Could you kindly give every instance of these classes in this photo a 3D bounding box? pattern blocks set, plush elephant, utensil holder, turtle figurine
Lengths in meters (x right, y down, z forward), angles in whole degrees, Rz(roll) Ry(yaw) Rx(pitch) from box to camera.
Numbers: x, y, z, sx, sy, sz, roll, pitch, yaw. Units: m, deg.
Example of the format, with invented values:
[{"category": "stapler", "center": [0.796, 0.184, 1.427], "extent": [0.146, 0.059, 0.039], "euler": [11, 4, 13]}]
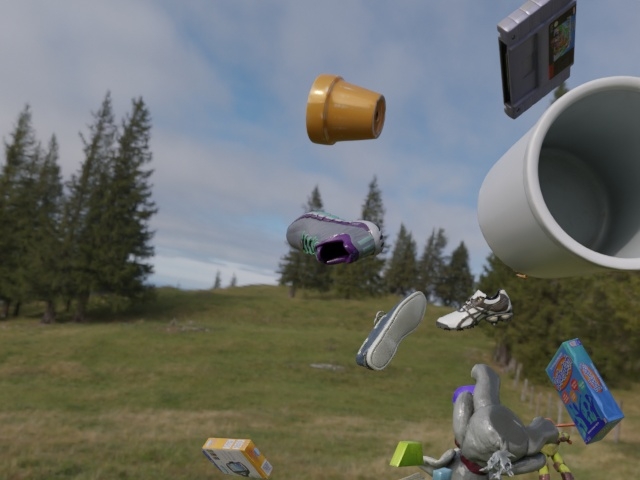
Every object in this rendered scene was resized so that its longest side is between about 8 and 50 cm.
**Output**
[{"category": "pattern blocks set", "center": [0.125, 0.481, 1.091], "extent": [0.026, 0.285, 0.325], "euler": [5, -16, 40]}, {"category": "plush elephant", "center": [0.407, 0.537, 1.645], "extent": [0.272, 0.255, 0.330], "euler": [39, 33, 6]}, {"category": "utensil holder", "center": [0.495, -0.091, 1.247], "extent": [0.328, 0.327, 0.385], "euler": [8, -7, -1]}, {"category": "turtle figurine", "center": [0.668, 0.602, 1.887], "extent": [0.270, 0.217, 0.087], "euler": [5, -39, -18]}]

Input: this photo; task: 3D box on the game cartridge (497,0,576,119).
[{"category": "game cartridge", "center": [0.596, -0.515, 1.777], "extent": [0.068, 0.230, 0.355], "euler": [55, -2, 34]}]

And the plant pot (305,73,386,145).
[{"category": "plant pot", "center": [0.083, -0.369, 1.884], "extent": [0.188, 0.205, 0.205], "euler": [12, -5, 19]}]

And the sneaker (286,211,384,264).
[{"category": "sneaker", "center": [0.000, 0.000, 1.154], "extent": [0.224, 0.083, 0.098], "euler": [2, 22, 44]}]

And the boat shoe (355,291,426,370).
[{"category": "boat shoe", "center": [0.183, 0.230, 1.676], "extent": [0.095, 0.254, 0.079], "euler": [49, -27, -25]}]

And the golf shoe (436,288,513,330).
[{"category": "golf shoe", "center": [0.387, 0.174, 1.657], "extent": [0.198, 0.093, 0.077], "euler": [-12, 7, -2]}]

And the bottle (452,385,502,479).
[{"category": "bottle", "center": [0.453, 0.552, 1.842], "extent": [0.118, 0.282, 0.092], "euler": [-4, -44, 0]}]

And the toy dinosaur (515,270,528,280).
[{"category": "toy dinosaur", "center": [0.559, 0.046, 1.701], "extent": [0.064, 0.112, 0.211], "euler": [35, -11, -27]}]

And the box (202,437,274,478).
[{"category": "box", "center": [-0.159, 0.405, 1.211], "extent": [0.136, 0.028, 0.081], "euler": [-11, -59, 42]}]

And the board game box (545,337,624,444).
[{"category": "board game box", "center": [0.638, 0.368, 1.584], "extent": [0.047, 0.210, 0.160], "euler": [-14, -36, -9]}]
